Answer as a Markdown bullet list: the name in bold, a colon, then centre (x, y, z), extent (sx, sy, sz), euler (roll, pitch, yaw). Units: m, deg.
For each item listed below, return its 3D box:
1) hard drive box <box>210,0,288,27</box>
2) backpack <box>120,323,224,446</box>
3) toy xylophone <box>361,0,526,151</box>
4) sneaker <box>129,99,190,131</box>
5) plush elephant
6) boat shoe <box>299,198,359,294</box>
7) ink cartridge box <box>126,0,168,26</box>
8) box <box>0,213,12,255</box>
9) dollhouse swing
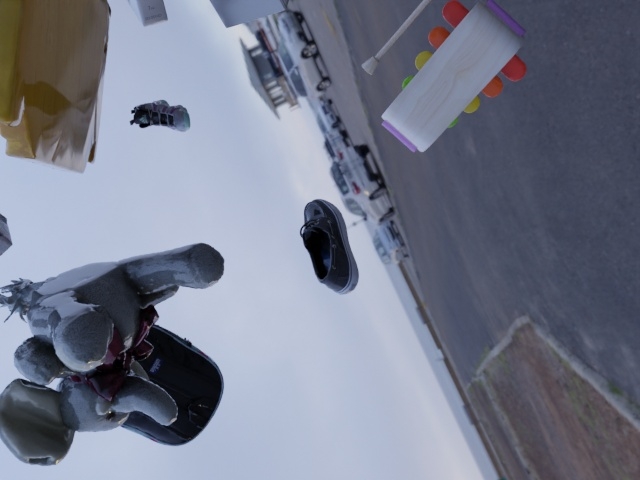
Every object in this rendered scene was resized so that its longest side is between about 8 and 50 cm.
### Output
- **hard drive box**: centre (-0.094, -0.408, 0.665), extent (0.181, 0.089, 0.232), euler (56, -145, -46)
- **backpack**: centre (-0.346, 0.319, 1.226), extent (0.253, 0.225, 0.191), euler (30, 167, -6)
- **toy xylophone**: centre (0.234, -0.336, 1.093), extent (0.236, 0.322, 0.081), euler (48, -156, -6)
- **sneaker**: centre (-0.228, -0.167, 0.767), extent (0.098, 0.069, 0.038), euler (24, 125, 43)
- **plush elephant**: centre (-0.307, 0.173, 0.795), extent (0.272, 0.329, 0.256), euler (-43, -56, -58)
- **boat shoe**: centre (0.000, 0.000, 1.010), extent (0.076, 0.080, 0.229), euler (22, -143, -37)
- **ink cartridge box**: centre (-0.447, -0.676, 1.277), extent (0.296, 0.066, 0.261), euler (54, 157, 40)
- **box**: centre (-0.691, 0.026, 0.962), extent (0.163, 0.247, 0.142), euler (50, 172, -38)
- **dollhouse swing**: centre (-0.414, -0.254, 0.585), extent (0.347, 0.304, 0.316), euler (-166, 83, -78)
